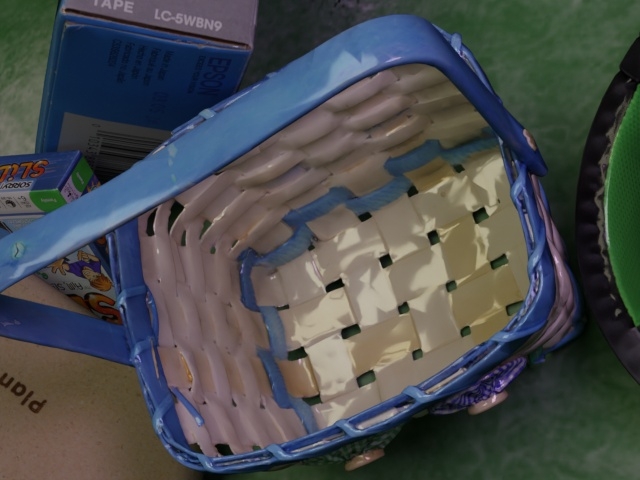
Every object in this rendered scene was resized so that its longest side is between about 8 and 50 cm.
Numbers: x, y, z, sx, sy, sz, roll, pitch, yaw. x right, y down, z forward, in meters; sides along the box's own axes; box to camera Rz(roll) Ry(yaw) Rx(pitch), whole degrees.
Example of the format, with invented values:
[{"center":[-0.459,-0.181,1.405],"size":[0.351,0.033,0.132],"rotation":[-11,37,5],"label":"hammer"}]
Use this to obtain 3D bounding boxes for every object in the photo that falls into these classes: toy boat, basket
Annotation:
[{"center":[-0.178,0.118,1.144],"size":[0.231,0.151,0.151],"rotation":[34,63,10],"label":"toy boat"},{"center":[0.000,0.000,0.977],"size":[0.255,0.289,0.201],"rotation":[-28,61,20],"label":"basket"}]

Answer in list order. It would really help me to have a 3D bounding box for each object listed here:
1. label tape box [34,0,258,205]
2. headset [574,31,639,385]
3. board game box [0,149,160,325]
[{"center":[-0.088,-0.219,1.136],"size":[0.106,0.240,0.333],"rotation":[9,70,-9],"label":"label tape box"},{"center":[0.295,-0.074,0.942],"size":[0.394,0.185,0.243],"rotation":[-55,51,22],"label":"headset"},{"center":[-0.200,0.010,1.193],"size":[0.201,0.136,0.035],"rotation":[-3,44,32],"label":"board game box"}]
